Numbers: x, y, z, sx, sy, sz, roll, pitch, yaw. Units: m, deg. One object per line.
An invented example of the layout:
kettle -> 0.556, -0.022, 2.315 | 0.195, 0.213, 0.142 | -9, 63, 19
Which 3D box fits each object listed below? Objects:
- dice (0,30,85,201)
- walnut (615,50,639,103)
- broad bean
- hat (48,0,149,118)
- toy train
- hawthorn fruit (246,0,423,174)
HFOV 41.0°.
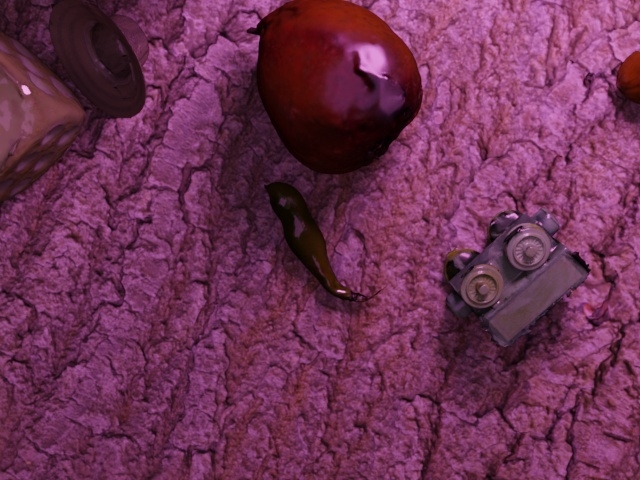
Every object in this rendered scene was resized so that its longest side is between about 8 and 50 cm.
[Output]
dice -> -0.617, -0.233, 1.586 | 0.250, 0.254, 0.252 | 44, 98, -2
walnut -> 0.667, -0.319, 1.629 | 0.207, 0.116, 0.115 | -7, 98, 2
broad bean -> -0.008, 0.008, 1.715 | 0.098, 0.056, 0.318 | -43, 101, 0
hat -> -0.390, -0.367, 1.629 | 0.252, 0.252, 0.110 | 51, 54, -6
toy train -> 0.373, 0.066, 1.670 | 0.272, 0.159, 0.188 | -43, 105, 6
hawthorn fruit -> 0.032, -0.289, 1.557 | 0.308, 0.308, 0.324 | -18, 87, 3
